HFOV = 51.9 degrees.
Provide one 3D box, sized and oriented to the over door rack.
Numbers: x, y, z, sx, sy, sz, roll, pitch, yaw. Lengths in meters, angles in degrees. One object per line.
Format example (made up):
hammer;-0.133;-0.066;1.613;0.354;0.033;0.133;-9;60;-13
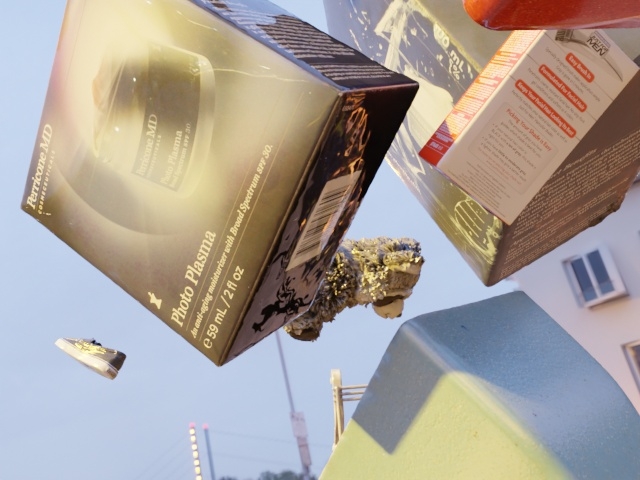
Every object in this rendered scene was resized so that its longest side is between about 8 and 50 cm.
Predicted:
over door rack;0.140;0.357;1.018;0.239;0.324;0.108;-5;-22;1

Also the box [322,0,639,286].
box;0.241;-0.261;0.969;0.297;0.480;0.472;-30;-25;-8

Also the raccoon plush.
raccoon plush;0.000;0.000;1.270;0.299;0.216;0.446;-33;-62;16

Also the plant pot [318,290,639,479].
plant pot;0.194;0.236;0.684;0.248;0.252;0.247;-5;-53;-46

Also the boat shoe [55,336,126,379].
boat shoe;-0.344;0.170;0.990;0.142;0.040;0.049;15;-32;35

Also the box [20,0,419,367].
box;-0.115;-0.090;0.662;0.183;0.294;0.296;-25;-35;-58

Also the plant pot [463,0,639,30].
plant pot;0.201;-0.239;0.208;0.267;0.267;0.236;-2;-1;-3

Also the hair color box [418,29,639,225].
hair color box;0.173;-0.109;0.558;0.093;0.053;0.167;35;-80;-21
